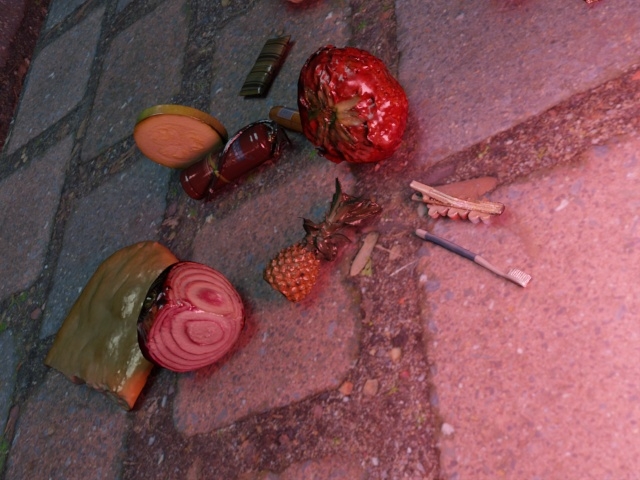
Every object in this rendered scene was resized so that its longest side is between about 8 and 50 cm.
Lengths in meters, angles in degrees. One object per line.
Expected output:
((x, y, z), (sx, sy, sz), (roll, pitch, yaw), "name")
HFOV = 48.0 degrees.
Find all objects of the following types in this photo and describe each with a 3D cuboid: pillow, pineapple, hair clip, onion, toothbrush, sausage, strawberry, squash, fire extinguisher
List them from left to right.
((-0.376, -0.280, 1.947), (0.252, 0.252, 0.049), (-19, 53, 33), "squash")
((-0.301, 0.171, 1.609), (0.206, 0.216, 0.207), (-55, 27, 23), "onion")
((-0.213, -0.206, 1.860), (0.341, 0.105, 0.141), (-26, 63, 29), "fire extinguisher")
((-0.158, -0.498, 2.055), (0.113, 0.038, 0.203), (11, 70, 50), "pillow")
((-0.029, -0.288, 1.778), (0.348, 0.053, 0.053), (27, 83, 49), "sausage")
((0.000, 0.000, 1.509), (0.277, 0.119, 0.130), (-53, 22, -2), "pineapple")
((0.078, -0.288, 1.534), (0.274, 0.274, 0.220), (9, 38, 46), "strawberry")
((0.257, -0.066, 1.364), (0.214, 0.056, 0.062), (21, 62, 40), "hair clip")
((0.271, 0.024, 1.308), (0.025, 0.019, 0.276), (-52, 41, -7), "toothbrush")

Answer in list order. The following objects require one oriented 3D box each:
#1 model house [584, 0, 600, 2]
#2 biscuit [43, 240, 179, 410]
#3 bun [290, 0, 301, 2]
((0.536, -0.506, 1.407), (0.058, 0.057, 0.083), (-11, 31, 7), "model house")
((-0.525, 0.202, 1.865), (0.429, 0.104, 0.446), (19, 78, 48), "biscuit")
((-0.058, -0.860, 2.089), (0.360, 0.211, 0.359), (-14, 64, 30), "bun")
